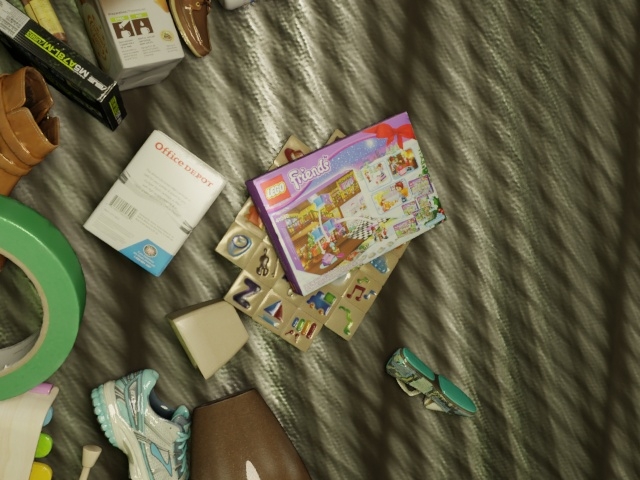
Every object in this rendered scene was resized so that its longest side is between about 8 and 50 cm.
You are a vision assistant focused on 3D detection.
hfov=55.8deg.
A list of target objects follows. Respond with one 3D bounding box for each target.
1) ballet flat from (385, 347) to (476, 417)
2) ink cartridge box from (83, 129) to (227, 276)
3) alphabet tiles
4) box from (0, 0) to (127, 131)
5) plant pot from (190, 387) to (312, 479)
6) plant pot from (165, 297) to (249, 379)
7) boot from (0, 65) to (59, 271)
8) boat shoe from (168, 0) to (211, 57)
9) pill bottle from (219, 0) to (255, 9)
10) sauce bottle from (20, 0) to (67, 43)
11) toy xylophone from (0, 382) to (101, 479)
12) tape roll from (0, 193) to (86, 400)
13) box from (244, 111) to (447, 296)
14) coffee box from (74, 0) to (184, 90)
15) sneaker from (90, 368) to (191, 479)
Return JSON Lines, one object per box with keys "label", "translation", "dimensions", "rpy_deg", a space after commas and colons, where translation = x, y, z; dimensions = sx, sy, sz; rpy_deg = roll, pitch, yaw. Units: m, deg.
{"label": "ballet flat", "translation": [0.194, 0.265, 1.087], "dimensions": [0.188, 0.070, 0.070], "rpy_deg": [40, 87, -8]}
{"label": "ink cartridge box", "translation": [-0.261, -0.060, 0.975], "dimensions": [0.139, 0.082, 0.191], "rpy_deg": [36, 87, -10]}
{"label": "alphabet tiles", "translation": [0.000, 0.000, 1.018], "dimensions": [0.285, 0.011, 0.342], "rpy_deg": [36, 80, -18]}
{"label": "box", "translation": [-0.382, -0.252, 0.891], "dimensions": [0.190, 0.184, 0.045], "rpy_deg": [37, 78, -10]}
{"label": "plant pot", "translation": [-0.125, 0.368, 0.980], "dimensions": [0.215, 0.215, 0.230], "rpy_deg": [-17, 82, -7]}
{"label": "plant pot", "translation": [-0.181, 0.150, 0.995], "dimensions": [0.096, 0.109, 0.109], "rpy_deg": [-29, 98, -18]}
{"label": "boot", "translation": [-0.471, -0.102, 0.901], "dimensions": [0.220, 0.109, 0.283], "rpy_deg": [-17, 85, 15]}
{"label": "boat shoe", "translation": [-0.205, -0.385, 0.964], "dimensions": [0.060, 0.064, 0.178], "rpy_deg": [-15, 94, 14]}
{"label": "pill bottle", "translation": [-0.052, -0.480, 0.944], "dimensions": [0.272, 0.152, 0.152], "rpy_deg": [-24, 97, -7]}
{"label": "sauce bottle", "translation": [-0.443, -0.366, 0.946], "dimensions": [0.042, 0.042, 0.128], "rpy_deg": [-23, 98, -7]}
{"label": "toy xylophone", "translation": [-0.492, 0.390, 0.970], "dimensions": [0.236, 0.081, 0.323], "rpy_deg": [22, 90, -9]}
{"label": "tape roll", "translation": [-0.513, 0.086, 0.872], "dimensions": [0.321, 0.077, 0.321], "rpy_deg": [-5, 115, -11]}
{"label": "box", "translation": [0.049, -0.064, 0.997], "dimensions": [0.293, 0.057, 0.201], "rpy_deg": [-26, 102, -18]}
{"label": "coffee box", "translation": [-0.305, -0.366, 0.906], "dimensions": [0.098, 0.141, 0.246], "rpy_deg": [-22, 98, -28]}
{"label": "sneaker", "translation": [-0.258, 0.342, 0.992], "dimensions": [0.122, 0.110, 0.283], "rpy_deg": [-29, 98, -9]}
